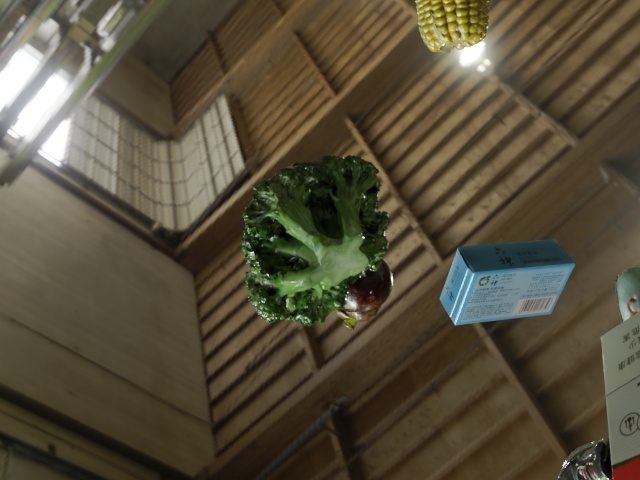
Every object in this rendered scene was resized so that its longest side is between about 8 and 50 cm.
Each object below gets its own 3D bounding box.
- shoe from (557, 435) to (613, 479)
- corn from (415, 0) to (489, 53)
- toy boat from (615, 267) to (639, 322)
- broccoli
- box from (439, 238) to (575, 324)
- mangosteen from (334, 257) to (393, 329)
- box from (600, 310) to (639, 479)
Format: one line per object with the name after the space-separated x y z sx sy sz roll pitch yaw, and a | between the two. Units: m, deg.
0.535 0.410 1.443 0.227 0.112 0.099 -38 -112 12 | shoe
0.164 -0.368 1.007 0.093 0.093 0.244 -5 -88 54 | corn
0.685 0.156 1.633 0.079 0.207 0.134 -14 -178 40 | toy boat
0.000 0.000 1.249 0.294 0.265 0.245 -59 -158 15 | broccoli
0.369 0.081 1.547 0.083 0.232 0.142 -112 -154 -45 | box
0.090 0.108 1.674 0.146 0.181 0.156 -13 -152 16 | mangosteen
0.325 0.147 0.718 0.139 0.035 0.245 -46 -164 36 | box
